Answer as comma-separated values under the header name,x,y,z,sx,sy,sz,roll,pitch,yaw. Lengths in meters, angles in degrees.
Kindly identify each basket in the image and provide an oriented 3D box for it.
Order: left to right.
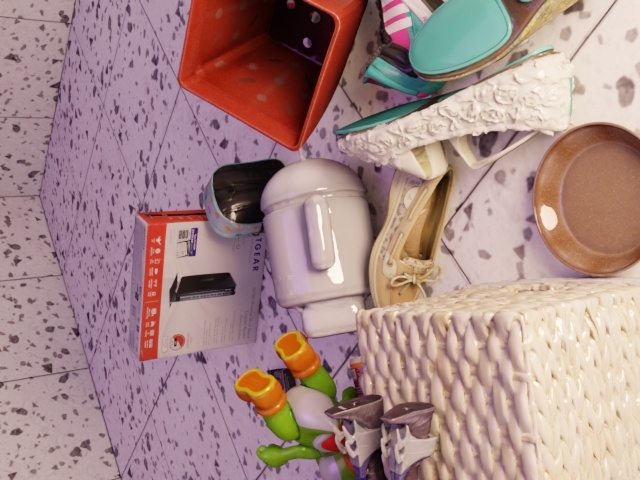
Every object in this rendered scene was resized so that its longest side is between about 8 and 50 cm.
name,x,y,z,sx,sy,sz,roll,pitch,yaw
basket,0.248,0.227,0.950,0.328,0.266,0.331,-7,90,56

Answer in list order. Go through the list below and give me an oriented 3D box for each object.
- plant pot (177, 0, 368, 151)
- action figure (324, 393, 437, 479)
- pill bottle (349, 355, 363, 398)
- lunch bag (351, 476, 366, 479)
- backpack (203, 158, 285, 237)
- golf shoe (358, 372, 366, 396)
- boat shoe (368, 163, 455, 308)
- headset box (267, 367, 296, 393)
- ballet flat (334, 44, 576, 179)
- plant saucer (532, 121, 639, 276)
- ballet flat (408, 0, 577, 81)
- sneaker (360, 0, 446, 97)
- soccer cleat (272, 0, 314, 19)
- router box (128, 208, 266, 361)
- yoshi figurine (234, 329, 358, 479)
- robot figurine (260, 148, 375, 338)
name,x,y,z,sx,sy,sz,roll,pitch,yaw
plant pot,-0.061,-0.369,1.299,0.267,0.236,0.267,31,132,11
action figure,0.085,0.336,0.885,0.185,0.099,0.285,0,100,47
pill bottle,0.110,0.282,1.320,0.086,0.086,0.152,-29,71,54
lunch bag,0.116,0.452,1.211,0.138,0.221,0.293,45,130,43
backpack,-0.162,-0.086,1.586,0.144,0.188,0.165,-35,66,52
golf shoe,0.141,0.278,1.232,0.176,0.069,0.086,38,167,13
boat shoe,0.153,0.003,1.202,0.089,0.105,0.285,22,109,49
headset box,-0.086,0.326,1.667,0.083,0.032,0.062,-18,79,57
ballet flat,0.185,-0.160,1.076,0.409,0.147,0.147,-13,83,46
plant saucer,0.364,-0.054,0.940,0.199,0.036,0.198,11,103,56
ballet flat,0.270,-0.319,0.969,0.348,0.123,0.123,-35,65,44
sneaker,0.123,-0.341,1.197,0.178,0.124,0.295,-53,52,33
soccer cleat,-0.126,-0.508,1.542,0.331,0.116,0.143,2,96,56
router box,-0.285,0.094,1.693,0.082,0.301,0.335,32,121,51
yoshi figurine,-0.004,0.345,1.352,0.204,0.203,0.362,-25,113,25
robot figurine,0.000,0.000,1.343,0.300,0.200,0.353,109,151,-81
